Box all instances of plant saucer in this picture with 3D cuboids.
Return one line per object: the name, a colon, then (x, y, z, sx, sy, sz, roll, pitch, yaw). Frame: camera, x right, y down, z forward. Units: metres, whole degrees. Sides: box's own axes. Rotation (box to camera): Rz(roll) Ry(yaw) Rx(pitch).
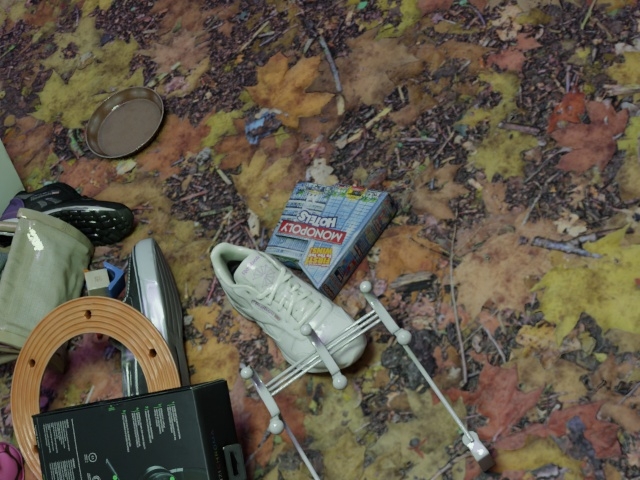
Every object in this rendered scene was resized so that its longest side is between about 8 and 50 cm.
plant saucer: (-0.373, -0.223, 2.199, 0.168, 0.029, 0.168, -11, 57, 17)

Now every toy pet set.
toy pet set: (-0.368, 0.087, 1.965, 0.065, 0.114, 0.122, -12, 54, -13)

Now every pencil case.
pencil case: (-0.596, 0.388, 1.864, 0.209, 0.098, 0.095, -17, 54, 13)

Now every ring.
ring: (-0.353, 0.255, 1.801, 0.336, 0.032, 0.337, -1, 87, 26)

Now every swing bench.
swing bench: (-0.560, 0.091, 1.995, 0.254, 0.165, 0.253, -5, 57, 20)

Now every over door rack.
over door rack: (0.060, 0.244, 1.611, 0.239, 0.108, 0.324, -35, 69, 0)

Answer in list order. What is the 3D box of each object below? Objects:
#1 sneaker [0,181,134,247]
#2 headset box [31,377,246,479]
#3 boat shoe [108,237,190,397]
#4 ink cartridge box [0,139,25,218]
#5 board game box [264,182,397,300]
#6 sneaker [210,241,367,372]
sneaker: (-0.467, -0.064, 2.095, 0.283, 0.107, 0.124, -4, 52, 21)
headset box: (-0.247, 0.343, 1.653, 0.283, 0.131, 0.246, -13, 85, 17)
boat shoe: (-0.295, 0.147, 1.867, 0.119, 0.121, 0.335, -17, 56, 8)
ink cartridge box: (-0.734, -0.098, 2.133, 0.198, 0.197, 0.270, 22, 54, 33)
board game box: (0.000, 0.000, 1.871, 0.194, 0.060, 0.194, 11, 64, 29)
sneaker: (-0.063, 0.102, 1.776, 0.305, 0.152, 0.114, 29, 72, 34)
